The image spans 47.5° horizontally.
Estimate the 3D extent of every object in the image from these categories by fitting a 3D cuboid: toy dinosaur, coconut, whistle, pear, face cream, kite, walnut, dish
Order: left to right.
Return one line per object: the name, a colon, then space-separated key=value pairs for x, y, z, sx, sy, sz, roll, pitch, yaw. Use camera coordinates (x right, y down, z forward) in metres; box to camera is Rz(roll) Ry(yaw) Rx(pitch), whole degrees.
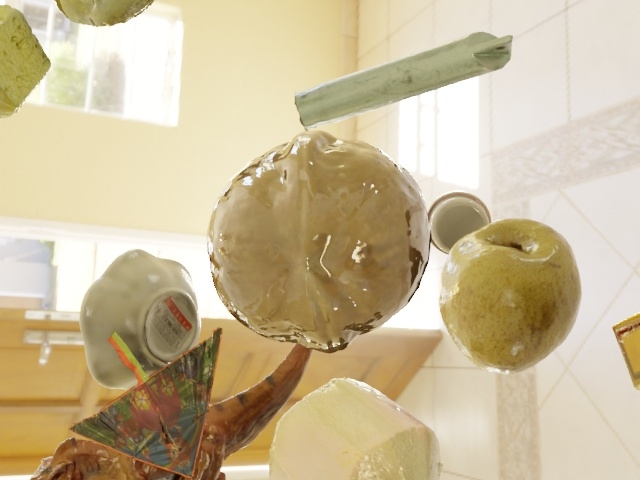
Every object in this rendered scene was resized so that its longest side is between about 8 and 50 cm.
kite: x=-0.157 y=0.152 z=0.685 sx=0.190 sy=0.010 sz=0.159 roll=-33 pitch=76 yaw=10
dish: x=-0.242 y=0.124 z=1.083 sx=0.081 sy=0.229 sz=0.229 roll=0 pitch=84 yaw=38
toy dinosaur: x=-0.136 y=0.252 z=0.850 sx=0.097 sy=0.432 sz=0.208 roll=12 pitch=117 yaw=49
walnut: x=0.000 y=-0.001 z=0.461 sx=0.162 sy=0.140 sz=0.140 roll=-21 pitch=-60 yaw=-81
coconut: x=0.041 y=0.219 z=0.686 sx=0.153 sy=0.147 sz=0.147 roll=31 pitch=115 yaw=40
whistle: x=0.115 y=-0.228 z=1.023 sx=0.062 sy=0.312 sz=0.062 roll=-16 pitch=-90 yaw=-77
face cream: x=0.246 y=-0.033 z=1.310 sx=0.104 sy=0.117 sz=0.117 roll=-68 pitch=-9 yaw=-76
pear: x=0.282 y=0.087 z=1.088 sx=0.188 sy=0.228 sz=0.211 roll=27 pitch=129 yaw=46

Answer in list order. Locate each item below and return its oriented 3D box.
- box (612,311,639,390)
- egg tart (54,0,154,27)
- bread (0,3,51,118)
box: x=0.442 y=0.068 z=0.701 sx=0.301 sy=0.193 sz=0.084 roll=94 pitch=162 yaw=-72
egg tart: x=-0.231 y=-0.317 z=0.773 sx=0.197 sy=0.078 sz=0.197 roll=-8 pitch=75 yaw=30
bread: x=-0.431 y=-0.232 z=0.946 sx=0.114 sy=0.111 sz=0.129 roll=-61 pitch=-33 yaw=-39
